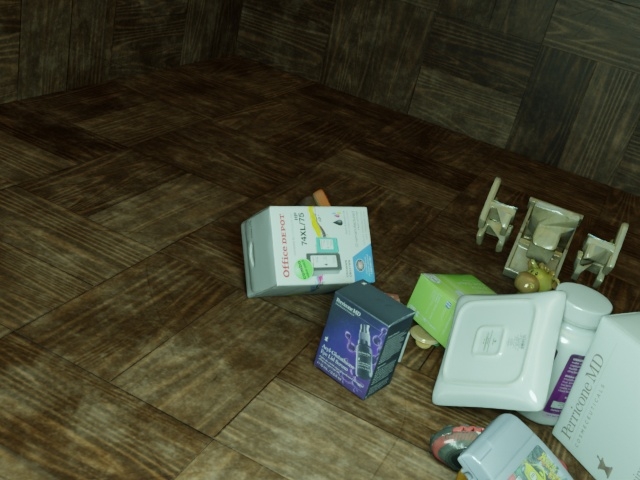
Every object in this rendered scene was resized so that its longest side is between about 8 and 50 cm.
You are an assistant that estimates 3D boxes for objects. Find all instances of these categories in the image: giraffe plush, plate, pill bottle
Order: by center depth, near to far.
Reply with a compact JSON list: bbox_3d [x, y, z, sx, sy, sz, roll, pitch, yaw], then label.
[{"bbox_3d":[0.375,0.226,1.633,0.278,0.277,0.045,-7,-37,45],"label":"plate"},{"bbox_3d":[0.538,0.252,1.699,0.169,0.301,0.169,12,27,-6],"label":"pill bottle"},{"bbox_3d":[0.577,0.151,2.066,0.181,0.170,0.210,30,30,29],"label":"giraffe plush"}]

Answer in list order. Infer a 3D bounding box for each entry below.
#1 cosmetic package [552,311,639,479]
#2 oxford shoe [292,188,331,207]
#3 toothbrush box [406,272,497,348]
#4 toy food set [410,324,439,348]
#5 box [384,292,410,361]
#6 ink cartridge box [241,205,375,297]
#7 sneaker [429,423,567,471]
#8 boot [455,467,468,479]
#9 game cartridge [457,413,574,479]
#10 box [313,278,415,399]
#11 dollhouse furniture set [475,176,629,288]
[{"bbox_3d":[0.762,0.379,1.530,0.328,0.329,0.393,-3,30,-27],"label":"cosmetic package"},{"bbox_3d":[0.000,0.000,2.182,0.133,0.130,0.363,-22,39,1],"label":"oxford shoe"},{"bbox_3d":[0.386,0.204,1.900,0.206,0.122,0.283,4,28,-38],"label":"toothbrush box"},{"bbox_3d":[0.265,0.241,1.904,0.083,0.020,0.083,-3,30,-31],"label":"toy food set"},{"bbox_3d":[0.131,0.203,1.835,0.130,0.091,0.170,9,27,-10],"label":"box"},{"bbox_3d":[-0.036,0.030,1.894,0.270,0.198,0.197,-1,-11,-27],"label":"ink cartridge box"},{"bbox_3d":[0.344,0.443,1.457,0.276,0.097,0.135,18,24,5],"label":"sneaker"},{"bbox_3d":[0.215,0.487,1.281,0.211,0.104,0.295,17,33,-19],"label":"boot"},{"bbox_3d":[0.379,0.455,1.321,0.294,0.060,0.196,53,35,11],"label":"game cartridge"},{"bbox_3d":[0.094,0.215,1.659,0.153,0.207,0.108,30,31,30],"label":"box"},{"bbox_3d":[0.661,-0.042,2.170,0.362,0.256,0.394,21,-16,15],"label":"dollhouse furniture set"}]
